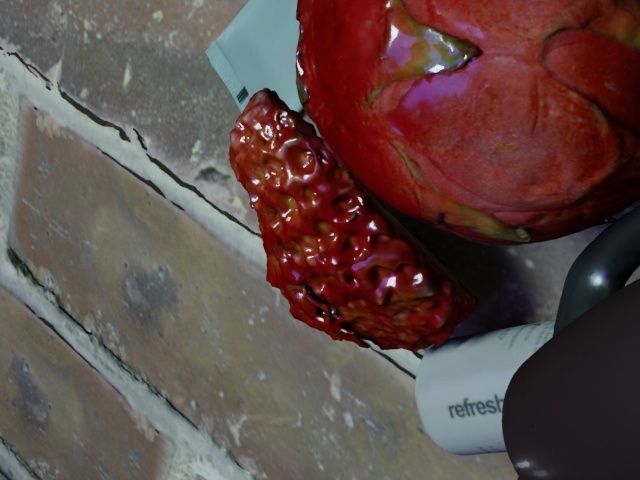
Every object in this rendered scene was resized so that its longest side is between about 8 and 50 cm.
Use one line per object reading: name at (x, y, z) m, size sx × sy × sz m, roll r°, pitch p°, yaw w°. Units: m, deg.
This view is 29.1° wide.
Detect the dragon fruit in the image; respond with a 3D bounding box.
dragon fruit at (0.104, -0.110, 0.754) m, size 0.252 × 0.241 × 0.241 m, roll 44°, pitch 133°, yaw 0°

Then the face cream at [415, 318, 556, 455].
face cream at (0.203, 0.090, 0.822) m, size 0.311 × 0.092 × 0.092 m, roll -15°, pitch 93°, yaw 45°

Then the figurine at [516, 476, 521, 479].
figurine at (0.188, 0.204, 0.878) m, size 0.154 × 0.098 × 0.082 m, roll 92°, pitch 158°, yaw -56°

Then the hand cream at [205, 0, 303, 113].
hand cream at (-0.002, -0.189, 0.960) m, size 0.109 × 0.067 × 0.320 m, roll 60°, pitch 140°, yaw 10°

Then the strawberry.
strawberry at (0.000, 0.000, 0.888) m, size 0.111 × 0.236 × 0.190 m, roll -42°, pitch 38°, yaw 6°

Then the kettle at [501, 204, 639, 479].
kettle at (0.190, 0.062, 0.655) m, size 0.232 × 0.144 × 0.202 m, roll 146°, pitch 132°, yaw -61°
